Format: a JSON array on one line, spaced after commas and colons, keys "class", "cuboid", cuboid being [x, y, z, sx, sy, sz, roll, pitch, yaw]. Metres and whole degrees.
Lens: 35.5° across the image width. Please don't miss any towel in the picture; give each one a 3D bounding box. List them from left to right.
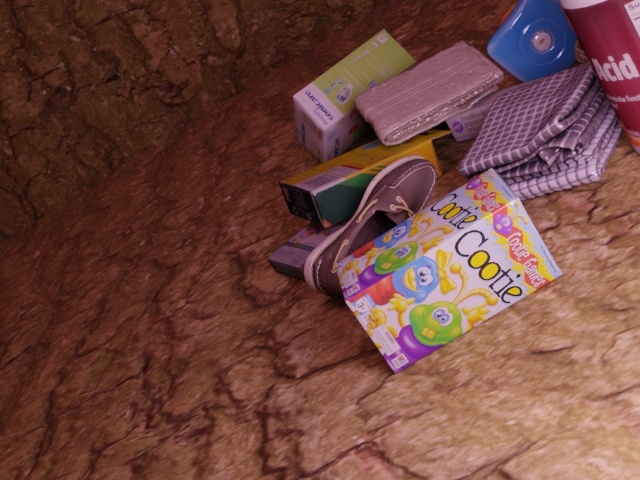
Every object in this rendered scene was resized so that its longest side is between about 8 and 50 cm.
[{"class": "towel", "cuboid": [0.219, -0.301, 2.039, 0.282, 0.049, 0.187, -27, 37, -2]}, {"class": "towel", "cuboid": [0.381, -0.190, 1.704, 0.235, 0.121, 0.283, -16, 27, 42]}]

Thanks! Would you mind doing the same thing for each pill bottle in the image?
[{"class": "pill bottle", "cuboid": [0.488, -0.335, 1.472, 0.224, 0.392, 0.224, -29, 20, 12]}]

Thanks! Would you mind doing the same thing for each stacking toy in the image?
[{"class": "stacking toy", "cuboid": [0.438, -0.445, 2.126, 0.175, 0.166, 0.302, -53, 13, 15]}]

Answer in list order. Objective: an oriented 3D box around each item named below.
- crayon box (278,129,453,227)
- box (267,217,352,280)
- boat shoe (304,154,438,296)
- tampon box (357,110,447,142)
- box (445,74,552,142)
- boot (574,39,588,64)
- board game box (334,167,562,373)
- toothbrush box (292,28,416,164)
[{"class": "crayon box", "cuboid": [0.099, -0.133, 2.000, 0.318, 0.081, 0.202, -25, 17, -15]}, {"class": "box", "cuboid": [0.000, 0.000, 1.971, 0.186, 0.038, 0.145, -39, 21, -17]}, {"class": "boat shoe", "cuboid": [0.109, -0.026, 1.760, 0.324, 0.116, 0.097, -45, 27, -20]}, {"class": "tampon box", "cuboid": [0.189, -0.276, 2.196, 0.101, 0.120, 0.161, -47, 24, -29]}, {"class": "box", "cuboid": [0.389, -0.263, 1.945, 0.324, 0.063, 0.067, -11, 28, 46]}, {"class": "boot", "cuboid": [0.521, -0.361, 1.852, 0.165, 0.077, 0.213, -7, 6, -35]}, {"class": "board game box", "cuboid": [0.179, 0.042, 1.443, 0.275, 0.144, 0.142, -32, 20, 6]}, {"class": "toothbrush box", "cuboid": [0.078, -0.332, 2.364, 0.283, 0.122, 0.206, -37, -16, -14]}]
